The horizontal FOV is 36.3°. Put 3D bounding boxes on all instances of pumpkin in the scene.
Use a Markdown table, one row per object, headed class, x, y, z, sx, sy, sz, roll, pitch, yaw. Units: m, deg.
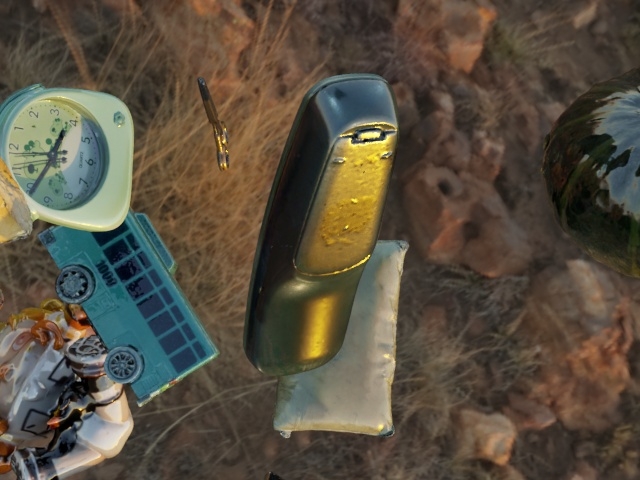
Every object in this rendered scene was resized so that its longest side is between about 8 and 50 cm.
| class | x | y | z | sx | sy | sz | roll | pitch | yaw |
| --- | --- | --- | --- | --- | --- | --- | --- | --- | --- |
| pumpkin | 0.415 | -0.080 | 1.151 | 0.300 | 0.207 | 0.300 | -9 | 53 | 12 |

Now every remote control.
| class | x | y | z | sx | sy | sz | roll | pitch | yaw |
| --- | --- | --- | --- | --- | --- | --- | --- | --- | --- |
| remote control | 0.000 | 0.000 | 0.587 | 0.072 | 0.222 | 0.042 | -8 | 44 | -25 |

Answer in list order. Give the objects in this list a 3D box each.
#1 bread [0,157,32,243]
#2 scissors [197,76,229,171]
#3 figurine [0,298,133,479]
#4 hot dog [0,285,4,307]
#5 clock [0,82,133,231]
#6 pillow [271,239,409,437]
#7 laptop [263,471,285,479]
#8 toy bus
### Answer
| class | x | y | z | sx | sy | sz | roll | pitch | yaw |
| --- | --- | --- | --- | --- | --- | --- | --- | --- | --- |
| bread | -0.307 | -0.042 | 0.792 | 0.125 | 0.106 | 0.082 | -9 | 64 | 5 |
| scissors | -0.168 | -0.191 | 1.532 | 0.017 | 0.220 | 0.088 | -4 | 65 | 3 |
| figurine | -0.423 | 0.225 | 1.545 | 0.196 | 0.323 | 0.320 | 29 | 95 | -40 |
| hot dog | -0.503 | 0.066 | 1.355 | 0.099 | 0.147 | 0.065 | 40 | 88 | 18 |
| clock | -0.308 | -0.096 | 1.086 | 0.211 | 0.066 | 0.159 | 9 | 82 | -46 |
| pillow | 0.030 | 0.143 | 1.439 | 0.185 | 0.075 | 0.302 | 5 | 87 | -8 |
| laptop | -0.001 | 0.260 | 0.883 | 0.129 | 0.180 | 0.016 | 35 | 85 | 2 |
| toy bus | -0.246 | 0.075 | 1.270 | 0.147 | 0.128 | 0.256 | -31 | 87 | -8 |
